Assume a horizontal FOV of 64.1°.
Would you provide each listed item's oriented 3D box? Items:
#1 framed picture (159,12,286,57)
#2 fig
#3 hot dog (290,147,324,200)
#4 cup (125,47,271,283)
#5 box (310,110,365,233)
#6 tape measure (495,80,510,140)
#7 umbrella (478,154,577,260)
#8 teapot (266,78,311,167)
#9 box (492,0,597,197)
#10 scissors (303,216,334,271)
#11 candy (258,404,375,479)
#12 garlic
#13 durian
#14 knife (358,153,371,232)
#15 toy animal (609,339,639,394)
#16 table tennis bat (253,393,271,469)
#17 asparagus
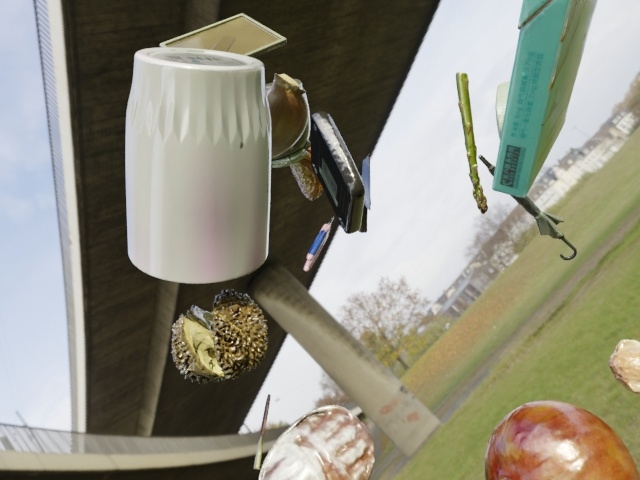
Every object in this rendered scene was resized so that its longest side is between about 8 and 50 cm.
[{"bbox_3d":[-0.190,-0.385,1.004,0.203,0.150,0.015,-35,-33,-27],"label":"framed picture"},{"bbox_3d":[0.319,0.304,0.673,0.205,0.205,0.205,-40,-21,-19],"label":"fig"},{"bbox_3d":[-0.048,-0.265,1.826,0.114,0.175,0.259,-33,-44,-5],"label":"hot dog"},{"bbox_3d":[-0.210,-0.125,0.884,0.253,0.253,0.371,-26,-49,-46],"label":"cup"},{"bbox_3d":[0.018,-0.082,0.634,0.027,0.126,0.125,-21,-22,-8],"label":"box"},{"bbox_3d":[0.561,-0.307,1.415,0.235,0.115,0.207,57,-145,-40],"label":"tape measure"},{"bbox_3d":[0.347,-0.058,0.829,0.044,0.269,0.044,-38,25,24],"label":"umbrella"},{"bbox_3d":[-0.168,-0.320,1.534,0.321,0.239,0.239,-32,-60,-19],"label":"teapot"},{"bbox_3d":[0.220,-0.178,0.484,0.162,0.041,0.229,-50,-32,-35],"label":"box"},{"bbox_3d":[0.000,0.000,0.813,0.039,0.012,0.113,106,-170,-49],"label":"scissors"},{"bbox_3d":[-0.007,0.500,1.121,0.289,0.214,0.157,-43,-20,-23],"label":"candy"},{"bbox_3d":[-0.120,-0.256,1.210,0.148,0.128,0.266,19,-75,-33],"label":"garlic"},{"bbox_3d":[-0.181,0.190,0.973,0.196,0.196,0.167,95,180,-60],"label":"durian"},{"bbox_3d":[0.116,-0.114,1.294,0.028,0.060,0.230,-10,-55,-15],"label":"knife"},{"bbox_3d":[0.562,0.209,0.858,0.184,0.104,0.185,-14,-11,-39],"label":"toy animal"},{"bbox_3d":[-0.125,0.416,1.117,0.087,0.013,0.156,113,167,-63],"label":"table tennis bat"},{"bbox_3d":[0.261,-0.166,0.885,0.025,0.248,0.024,-9,5,16],"label":"asparagus"}]
